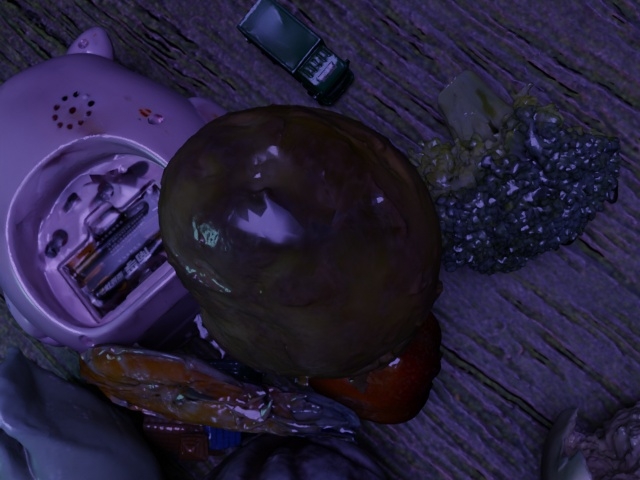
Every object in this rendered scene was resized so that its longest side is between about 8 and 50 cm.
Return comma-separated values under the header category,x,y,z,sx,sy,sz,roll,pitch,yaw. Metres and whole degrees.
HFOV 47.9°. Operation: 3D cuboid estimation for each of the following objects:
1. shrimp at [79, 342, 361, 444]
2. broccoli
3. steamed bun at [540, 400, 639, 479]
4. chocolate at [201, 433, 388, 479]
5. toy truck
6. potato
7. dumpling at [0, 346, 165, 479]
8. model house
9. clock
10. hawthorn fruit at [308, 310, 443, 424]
category,x,y,z,sx,sy,sz,roll,pitch,yaw
shrimp,-0.113,0.161,0.769,0.317,0.164,0.062,8,62,12
broccoli,0.213,-0.088,0.852,0.247,0.263,0.243,-7,57,-22
steamed bun,0.329,0.257,0.773,0.200,0.225,0.170,-36,82,8
chocolate,-0.015,0.326,0.814,0.303,0.303,0.213,26,76,10
toy truck,-0.028,-0.244,0.936,0.147,0.079,0.065,41,94,7
potato,0.000,0.000,0.657,0.289,0.237,0.300,0,85,-12
dumpling,-0.321,0.289,0.857,0.270,0.212,0.320,23,107,24
model house,-0.156,0.216,0.902,0.148,0.149,0.119,2,90,7
clock,-0.261,-0.055,0.880,0.368,0.250,0.376,-41,81,5
hawthorn fruit,0.050,0.134,0.866,0.188,0.169,0.168,11,89,9
